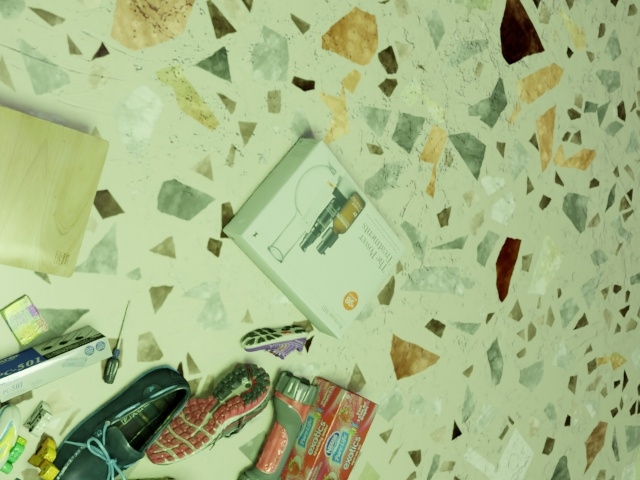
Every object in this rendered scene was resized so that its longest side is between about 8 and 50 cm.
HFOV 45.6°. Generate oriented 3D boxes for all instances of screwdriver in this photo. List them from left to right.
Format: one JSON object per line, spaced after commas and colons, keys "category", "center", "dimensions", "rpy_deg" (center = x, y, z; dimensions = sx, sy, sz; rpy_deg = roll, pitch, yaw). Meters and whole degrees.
{"category": "screwdriver", "center": [-0.399, 0.203, 1.514], "dimensions": [0.024, 0.025, 0.169], "rpy_deg": [18, 88, -37]}

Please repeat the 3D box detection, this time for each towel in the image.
{"category": "towel", "center": [-0.546, 0.149, 1.406], "dimensions": [0.060, 0.009, 0.083], "rpy_deg": [-36, 116, -26]}

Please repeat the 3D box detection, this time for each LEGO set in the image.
{"category": "LEGO set", "center": [-0.541, 0.423, 1.401], "dimensions": [0.087, 0.093, 0.227], "rpy_deg": [45, 71, -33]}

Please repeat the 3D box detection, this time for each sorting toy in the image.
{"category": "sorting toy", "center": [-0.535, -0.090, 1.325], "dimensions": [0.256, 0.089, 0.257], "rpy_deg": [17, 88, -37]}

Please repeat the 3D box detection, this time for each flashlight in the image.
{"category": "flashlight", "center": [-0.105, 0.452, 1.729], "dimensions": [0.304, 0.103, 0.103], "rpy_deg": [-65, 167, -5]}

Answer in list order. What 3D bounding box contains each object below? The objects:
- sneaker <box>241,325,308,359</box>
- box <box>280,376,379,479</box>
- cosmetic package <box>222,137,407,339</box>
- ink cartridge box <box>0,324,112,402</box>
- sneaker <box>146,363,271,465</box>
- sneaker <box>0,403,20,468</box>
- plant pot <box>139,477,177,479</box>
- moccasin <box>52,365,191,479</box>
{"category": "sneaker", "center": [-0.099, 0.238, 1.715], "dimensions": [0.170, 0.068, 0.071], "rpy_deg": [-1, 104, -37]}
{"category": "box", "center": [0.012, 0.470, 1.793], "dimensions": [0.123, 0.128, 0.256], "rpy_deg": [31, 79, -35]}
{"category": "cosmetic package", "center": [0.000, 0.000, 1.731], "dimensions": [0.284, 0.097, 0.377], "rpy_deg": [-51, 123, -15]}
{"category": "ink cartridge box", "center": [-0.500, 0.222, 1.396], "dimensions": [0.207, 0.097, 0.046], "rpy_deg": [-22, 110, -32]}
{"category": "sneaker", "center": [-0.228, 0.389, 1.619], "dimensions": [0.299, 0.121, 0.112], "rpy_deg": [-27, 144, -22]}
{"category": "sneaker", "center": [-0.633, 0.383, 1.330], "dimensions": [0.126, 0.091, 0.240], "rpy_deg": [37, 77, -34]}
{"category": "plant pot", "center": [-0.333, 0.596, 1.508], "dimensions": [0.227, 0.228, 0.207], "rpy_deg": [10, 84, -37]}
{"category": "moccasin", "center": [-0.397, 0.381, 1.486], "dimensions": [0.342, 0.117, 0.137], "rpy_deg": [-51, 122, -19]}
